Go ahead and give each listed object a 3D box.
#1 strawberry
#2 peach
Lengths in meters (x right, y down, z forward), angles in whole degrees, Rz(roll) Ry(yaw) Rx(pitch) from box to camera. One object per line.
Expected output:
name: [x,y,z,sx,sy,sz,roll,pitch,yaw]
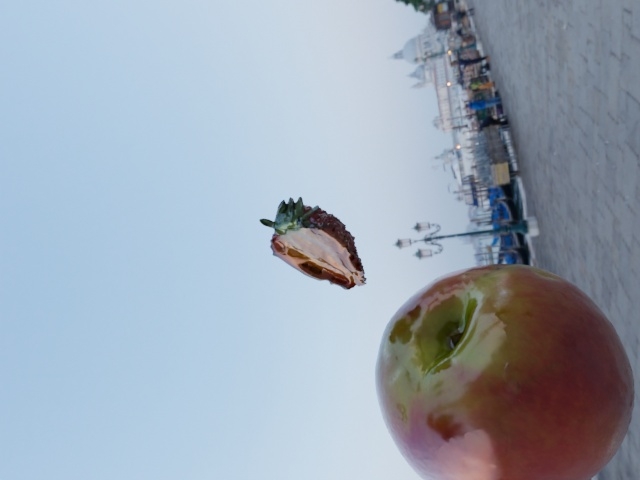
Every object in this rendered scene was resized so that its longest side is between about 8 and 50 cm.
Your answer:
strawberry: [-0.002,-0.002,0.769,0.140,0.192,0.085,99,-170,-46]
peach: [0.289,0.227,0.736,0.388,0.388,0.388,-7,-90,-71]
